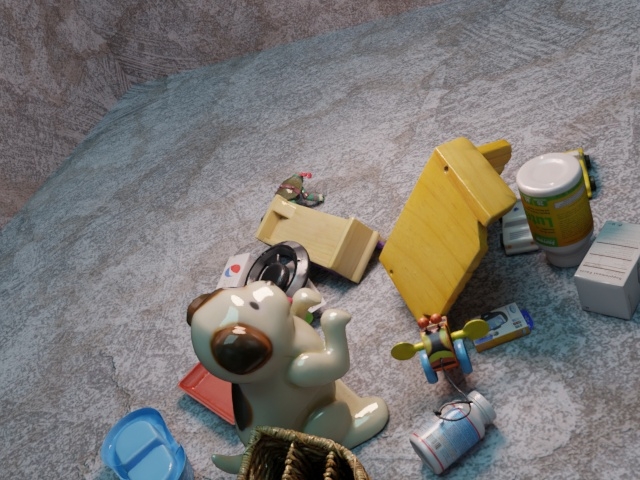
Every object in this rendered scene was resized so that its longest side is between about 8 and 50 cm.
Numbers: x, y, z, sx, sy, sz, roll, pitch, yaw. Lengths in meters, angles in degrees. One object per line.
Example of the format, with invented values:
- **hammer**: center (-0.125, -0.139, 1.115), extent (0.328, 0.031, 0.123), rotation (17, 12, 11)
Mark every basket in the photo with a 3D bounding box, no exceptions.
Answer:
- **basket**: center (-0.021, 0.497, 1.192), extent (0.213, 0.223, 0.299), rotation (-11, 37, 23)

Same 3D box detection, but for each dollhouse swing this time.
- **dollhouse swing**: center (0.353, -0.029, 1.565), extent (0.305, 0.347, 0.315), rotation (-4, 46, -29)

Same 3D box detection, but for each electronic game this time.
- **electronic game**: center (-0.119, 0.103, 1.798), extent (0.229, 0.048, 0.229), rotation (-25, 47, 30)

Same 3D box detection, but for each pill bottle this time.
- **pill bottle**: center (0.530, -0.060, 1.509), extent (0.136, 0.246, 0.136), rotation (-18, 36, 14)
- **pill bottle**: center (0.255, 0.362, 1.294), extent (0.160, 0.087, 0.087), rotation (-36, 35, -12)

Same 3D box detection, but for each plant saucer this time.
- **plant saucer**: center (-0.190, 0.323, 1.680), extent (0.258, 0.048, 0.259), rotation (17, 53, 45)

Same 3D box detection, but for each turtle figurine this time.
- **turtle figurine**: center (-0.092, -0.135, 2.148), extent (0.175, 0.118, 0.234), rotation (2, 50, 35)

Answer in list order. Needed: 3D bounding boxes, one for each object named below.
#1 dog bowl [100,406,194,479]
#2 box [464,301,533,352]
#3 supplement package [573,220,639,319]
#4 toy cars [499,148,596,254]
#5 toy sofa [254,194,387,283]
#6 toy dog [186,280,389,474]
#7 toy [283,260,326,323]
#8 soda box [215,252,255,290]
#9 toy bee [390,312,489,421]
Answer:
- **dog bowl**: center (-0.393, 0.508, 1.558), extent (0.166, 0.074, 0.297), rotation (-39, 37, -15)
- **box**: center (0.392, 0.186, 1.480), extent (0.136, 0.028, 0.081), rotation (-24, 35, 8)
- **supplement package**: center (0.622, 0.059, 1.418), extent (0.105, 0.105, 0.179), rotation (12, 52, 43)
- **toy cars**: center (0.563, -0.122, 1.704), extent (0.393, 0.087, 0.176), rotation (-41, 36, -18)
- **toy sofa**: center (0.000, 0.000, 1.905), extent (0.362, 0.177, 0.150), rotation (20, 81, 47)
- **toy dog**: center (-0.112, 0.253, 1.400), extent (0.395, 0.408, 0.284), rotation (-31, 34, -5)
- **toy**: center (-0.077, 0.156, 1.808), extent (0.137, 0.056, 0.237), rotation (-32, 32, -6)
- **soda box**: center (-0.247, 0.135, 1.939), extent (0.074, 0.069, 0.216), rotation (-10, 38, 24)
- **toy bee**: center (0.250, 0.206, 1.359), extent (0.195, 0.162, 0.298), rotation (-23, 13, -10)
